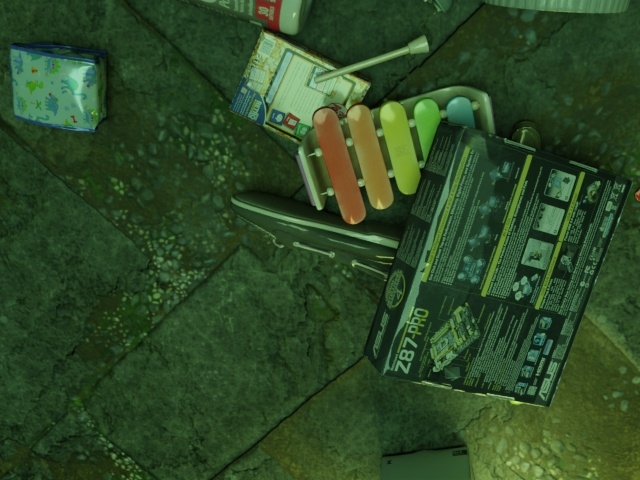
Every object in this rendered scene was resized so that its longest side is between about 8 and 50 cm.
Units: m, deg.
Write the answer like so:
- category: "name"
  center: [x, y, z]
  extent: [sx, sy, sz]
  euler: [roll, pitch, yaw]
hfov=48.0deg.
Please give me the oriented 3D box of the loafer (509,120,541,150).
- category: "loafer"
  center: [0.333, -0.121, 1.179]
  extent: [0.056, 0.050, 0.147]
  euler: [4, 113, 7]

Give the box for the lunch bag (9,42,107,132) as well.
- category: "lunch bag"
  center: [-0.441, -0.260, 1.209]
  extent: [0.151, 0.096, 0.128]
  euler: [5, 114, -4]

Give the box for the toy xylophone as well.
- category: "toy xylophone"
  center: [0.109, -0.176, 1.139]
  extent: [0.323, 0.081, 0.236]
  euler: [-23, 118, 7]

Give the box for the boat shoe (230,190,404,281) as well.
- category: "boat shoe"
  center: [0.000, 0.000, 1.246]
  extent: [0.336, 0.112, 0.095]
  euler: [14, 109, -2]

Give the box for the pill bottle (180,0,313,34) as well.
- category: "pill bottle"
  center: [-0.159, -0.430, 1.052]
  extent: [0.319, 0.176, 0.176]
  euler: [17, 114, 1]

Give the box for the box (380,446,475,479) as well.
- category: "box"
  center: [0.212, 0.509, 1.392]
  extent: [0.181, 0.182, 0.119]
  euler: [-11, 111, 13]

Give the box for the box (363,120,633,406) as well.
- category: "box"
  center: [0.277, 0.047, 1.125]
  extent: [0.319, 0.097, 0.394]
  euler: [13, 100, -21]

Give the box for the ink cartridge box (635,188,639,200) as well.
- category: "ink cartridge box"
  center: [0.645, -0.048, 1.150]
  extent: [0.231, 0.078, 0.134]
  euler: [32, 113, -5]

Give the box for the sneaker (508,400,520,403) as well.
- category: "sneaker"
  center: [0.343, 0.141, 1.276]
  extent: [0.124, 0.109, 0.295]
  euler: [-18, 107, -15]

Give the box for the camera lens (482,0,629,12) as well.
- category: "camera lens"
  center: [0.329, -0.452, 0.947]
  extent: [0.220, 0.219, 0.274]
  euler: [5, 113, 6]

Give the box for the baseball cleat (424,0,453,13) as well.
- category: "baseball cleat"
  center: [0.160, -0.444, 1.058]
  extent: [0.110, 0.072, 0.205]
  euler: [-33, 108, 13]

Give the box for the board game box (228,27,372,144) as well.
- category: "board game box"
  center: [-0.034, -0.240, 1.185]
  extent: [0.194, 0.045, 0.146]
  euler: [27, 113, -4]
